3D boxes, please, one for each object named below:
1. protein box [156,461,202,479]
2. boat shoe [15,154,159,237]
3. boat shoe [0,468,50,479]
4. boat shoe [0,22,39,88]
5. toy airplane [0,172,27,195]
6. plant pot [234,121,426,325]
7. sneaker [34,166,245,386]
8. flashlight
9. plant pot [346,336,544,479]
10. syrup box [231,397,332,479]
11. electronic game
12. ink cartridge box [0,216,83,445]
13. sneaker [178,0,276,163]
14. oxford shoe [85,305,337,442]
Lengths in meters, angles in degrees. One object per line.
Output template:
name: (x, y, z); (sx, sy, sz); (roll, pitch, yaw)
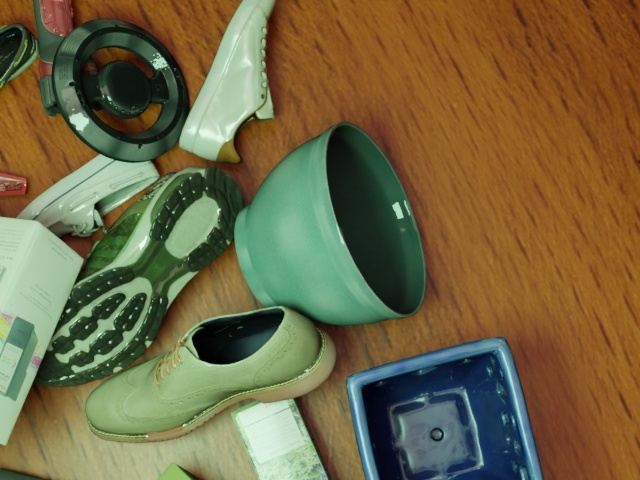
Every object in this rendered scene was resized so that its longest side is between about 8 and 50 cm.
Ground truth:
protein box: (-0.183, 0.463, 1.707); (0.200, 0.136, 0.201); (35, 82, 37)
boat shoe: (-0.361, -0.050, 1.849); (0.258, 0.095, 0.084); (-39, 78, -4)
boat shoe: (-0.417, 0.402, 1.773); (0.306, 0.113, 0.104); (15, 87, -13)
boat shoe: (-0.535, -0.249, 1.894); (0.081, 0.068, 0.227); (41, 83, 6)
toy airplane: (-0.526, -0.065, 1.886); (0.151, 0.028, 0.151); (0, 81, 2)
plant pot: (0.000, 0.000, 1.765); (0.196, 0.293, 0.293); (-21, 81, 24)
sneaker: (-0.294, 0.048, 1.809); (0.410, 0.182, 0.158); (-45, 119, -11)
flashlight: (-0.401, -0.348, 1.893); (0.103, 0.103, 0.304); (-8, 81, -6)
plant pot: (0.169, 0.281, 1.733); (0.236, 0.212, 0.235); (-14, 80, -2)
syrup box: (-0.040, 0.340, 1.784); (0.093, 0.096, 0.236); (-24, 83, -1)
electronic game: (-0.299, -0.228, 1.847); (0.229, 0.048, 0.229); (13, 68, -36)
ink cartridge box: (-0.487, 0.144, 1.632); (0.207, 0.119, 0.353); (6, 64, 28)
sneaker: (-0.108, -0.254, 1.881); (0.123, 0.106, 0.290); (23, 93, 1)
oxford shoe: (-0.183, 0.176, 1.742); (0.397, 0.146, 0.140); (-22, 47, 16)
